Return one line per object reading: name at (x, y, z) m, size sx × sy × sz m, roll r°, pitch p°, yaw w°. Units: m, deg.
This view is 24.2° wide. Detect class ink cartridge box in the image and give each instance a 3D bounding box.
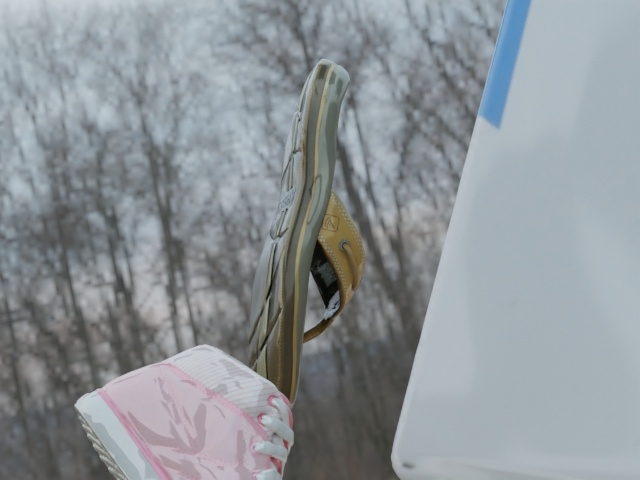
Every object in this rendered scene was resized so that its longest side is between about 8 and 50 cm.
ink cartridge box at (0.196, 0.040, 0.674) m, size 0.166 × 0.285 × 0.395 m, roll 6°, pitch -22°, yaw 25°

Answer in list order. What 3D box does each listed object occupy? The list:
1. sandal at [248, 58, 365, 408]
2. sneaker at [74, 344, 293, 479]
sandal at (0.000, 0.000, 0.743) m, size 0.049 × 0.180 × 0.072 m, roll 13°, pitch -9°, yaw -12°
sneaker at (-0.027, 0.091, 0.536) m, size 0.070 × 0.134 × 0.051 m, roll -30°, pitch -30°, yaw -18°
